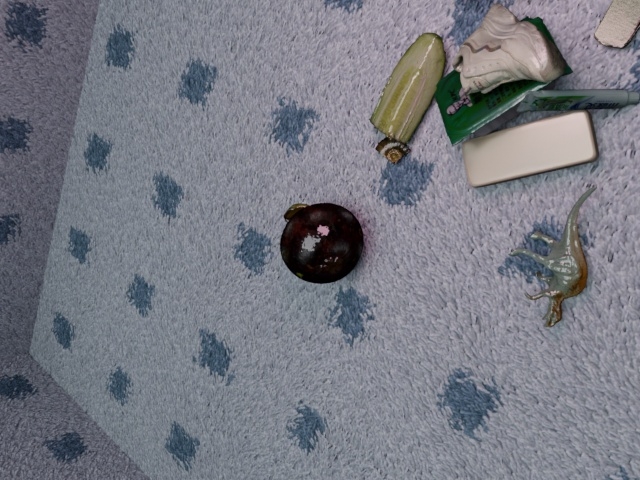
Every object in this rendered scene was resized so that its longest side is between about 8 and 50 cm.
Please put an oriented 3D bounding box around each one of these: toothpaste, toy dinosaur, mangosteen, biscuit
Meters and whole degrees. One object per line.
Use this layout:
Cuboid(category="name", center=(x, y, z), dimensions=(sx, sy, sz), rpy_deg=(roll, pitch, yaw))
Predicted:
Cuboid(category="toothpaste", center=(0.639, -0.347, 1.338), dimensions=(0.297, 0.075, 0.048), rpy_deg=(-3, 64, -6))
Cuboid(category="toy dinosaur", center=(0.637, 0.032, 1.451), dimensions=(0.205, 0.092, 0.393), rpy_deg=(35, 111, 26))
Cuboid(category="mangosteen", center=(0.000, 0.000, 1.771), dimensions=(0.288, 0.288, 0.288), rpy_deg=(4, 97, 33))
Cuboid(category="biscuit", center=(0.792, -0.624, 1.313), dimensions=(0.099, 0.038, 0.322), rpy_deg=(37, 114, 28))

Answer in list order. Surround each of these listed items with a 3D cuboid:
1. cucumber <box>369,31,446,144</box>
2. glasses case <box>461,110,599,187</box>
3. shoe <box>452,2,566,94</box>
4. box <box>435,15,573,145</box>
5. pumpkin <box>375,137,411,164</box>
Cuboid(category="cucumber", center=(0.277, -0.460, 1.636), dimensions=(0.145, 0.105, 0.325), rpy_deg=(50, 122, 50))
Cuboid(category="glasses case", center=(0.565, -0.245, 1.479), dimensions=(0.336, 0.076, 0.144), rpy_deg=(-10, 90, 34))
Cuboid(category="shoe", center=(0.446, -0.434, 1.339), dimensions=(0.210, 0.132, 0.342), rpy_deg=(-46, 34, 21))
Cuboid(category="box", center=(0.488, -0.411, 1.460), dimensions=(0.337, 0.106, 0.264), rpy_deg=(-33, 45, 32))
Cuboid(category="pumpkin", center=(0.233, -0.288, 1.721), dimensions=(0.073, 0.035, 0.101), rpy_deg=(-49, 65, 15))
